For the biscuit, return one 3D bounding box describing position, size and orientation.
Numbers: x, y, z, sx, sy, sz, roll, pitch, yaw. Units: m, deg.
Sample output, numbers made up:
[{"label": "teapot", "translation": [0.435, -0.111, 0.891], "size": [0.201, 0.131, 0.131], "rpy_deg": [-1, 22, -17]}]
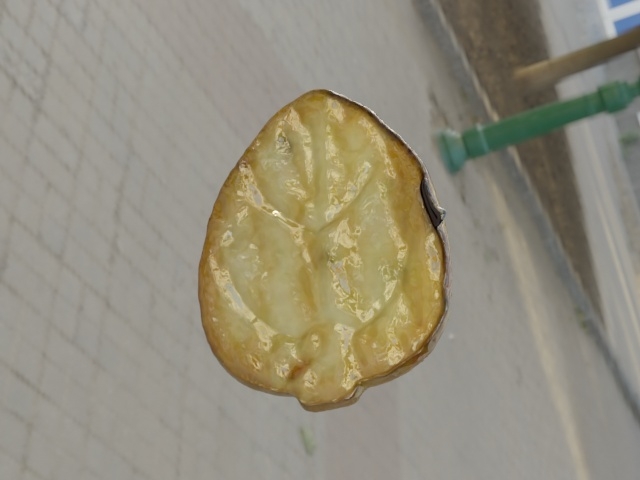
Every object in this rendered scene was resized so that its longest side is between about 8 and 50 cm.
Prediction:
[{"label": "biscuit", "translation": [0.003, 0.002, 0.900], "size": [0.041, 0.203, 0.260], "rpy_deg": [42, 40, -59]}]
